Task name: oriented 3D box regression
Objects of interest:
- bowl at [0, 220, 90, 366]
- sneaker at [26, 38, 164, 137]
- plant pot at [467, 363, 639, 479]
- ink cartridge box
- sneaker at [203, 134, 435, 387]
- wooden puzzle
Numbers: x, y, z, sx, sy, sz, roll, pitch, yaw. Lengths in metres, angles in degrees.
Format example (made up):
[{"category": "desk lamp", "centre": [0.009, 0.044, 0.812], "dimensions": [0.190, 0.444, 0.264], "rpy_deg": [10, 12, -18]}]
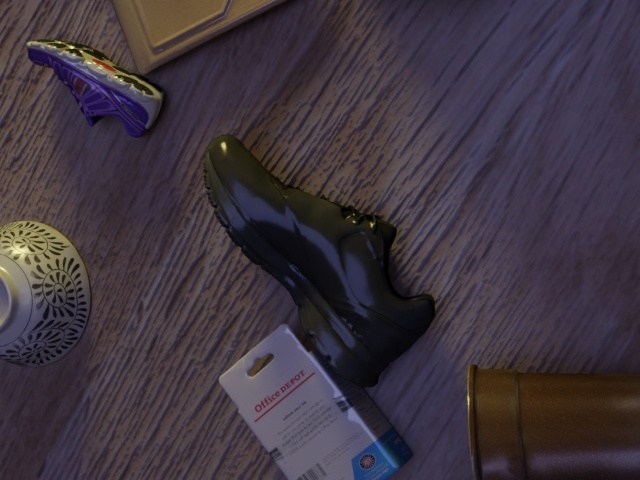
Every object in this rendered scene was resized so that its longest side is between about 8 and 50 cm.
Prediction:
[{"category": "bowl", "centre": [-0.349, 0.063, 1.123], "dimensions": [0.170, 0.080, 0.170], "rpy_deg": [1, 93, 19]}, {"category": "sneaker", "centre": [-0.251, -0.165, 1.085], "dimensions": [0.170, 0.068, 0.071], "rpy_deg": [31, 108, 16]}, {"category": "plant pot", "centre": [0.221, 0.186, 0.884], "dimensions": [0.165, 0.167, 0.166], "rpy_deg": [-6, 91, 13]}, {"category": "ink cartridge box", "centre": [-0.006, 0.177, 1.011], "dimensions": [0.104, 0.060, 0.180], "rpy_deg": [-41, 79, 18]}, {"category": "sneaker", "centre": [0.000, 0.000, 0.990], "dimensions": [0.130, 0.109, 0.286], "rpy_deg": [-40, 88, 11]}, {"category": "wooden puzzle", "centre": [-0.131, -0.317, 1.049], "dimensions": [0.239, 0.044, 0.220], "rpy_deg": [-23, 85, 24]}]
